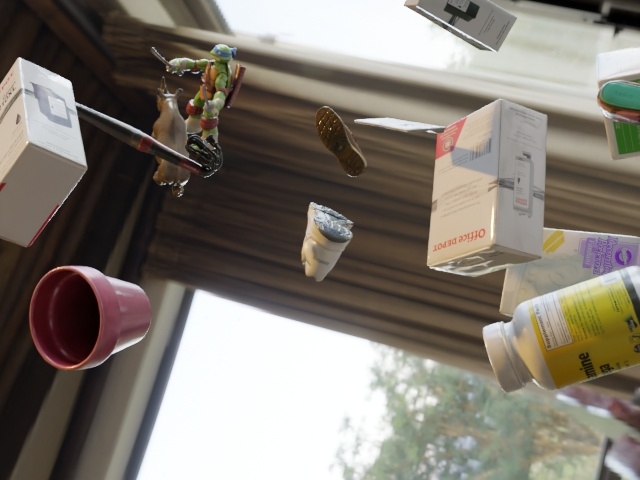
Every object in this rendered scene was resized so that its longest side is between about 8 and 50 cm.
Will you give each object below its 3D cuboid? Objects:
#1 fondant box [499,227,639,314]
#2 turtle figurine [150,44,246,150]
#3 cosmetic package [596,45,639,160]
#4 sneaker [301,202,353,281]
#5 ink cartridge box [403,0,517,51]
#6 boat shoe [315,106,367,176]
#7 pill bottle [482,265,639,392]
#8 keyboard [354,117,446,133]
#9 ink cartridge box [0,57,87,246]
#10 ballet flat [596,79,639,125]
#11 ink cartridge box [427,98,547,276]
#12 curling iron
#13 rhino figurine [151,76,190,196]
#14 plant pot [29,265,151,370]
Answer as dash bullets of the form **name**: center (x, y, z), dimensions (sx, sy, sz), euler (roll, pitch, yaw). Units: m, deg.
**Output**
- **fondant box**: center (0.647, 0.097, 2.443), dimensions (0.096, 0.330, 0.238), euler (23, -104, -60)
- **turtle figurine**: center (-0.327, -0.366, 2.410), dimensions (0.274, 0.198, 0.266), euler (-52, -19, -51)
- **cosmetic package**: center (0.764, -0.308, 1.933), dimensions (0.155, 0.366, 0.196), euler (-66, -39, -54)
- **sneaker**: center (0.000, 0.000, 2.081), dimensions (0.297, 0.111, 0.129), euler (-68, 3, -78)
- **ink cartridge box**: center (0.295, -0.492, 2.039), dimensions (0.086, 0.208, 0.153), euler (-61, 11, 9)
- **boat shoe**: center (0.048, -0.226, 2.177), dimensions (0.178, 0.064, 0.060), euler (58, -162, 1)
- **pill bottle**: center (0.504, 0.188, 1.888), dimensions (0.188, 0.334, 0.187), euler (-21, -90, -75)
- **keyboard**: center (0.136, -0.205, 1.683), dimensions (0.256, 0.072, 0.014), euler (-151, 63, -69)
- **ink cartridge box**: center (-0.449, -0.137, 1.437), dimensions (0.172, 0.100, 0.237), euler (-48, 40, 22)
- **ballet flat**: center (0.550, -0.203, 1.510), dimensions (0.079, 0.222, 0.076), euler (40, -108, -54)
- **ink cartridge box**: center (0.307, -0.089, 1.762), dimensions (0.207, 0.117, 0.282), euler (-23, 57, 59)
- **curling iron**: center (-0.287, -0.173, 1.572), dimensions (0.035, 0.274, 0.068), euler (95, -165, -72)
- **rhino figurine**: center (-0.307, -0.218, 1.939), dimensions (0.106, 0.073, 0.243), euler (148, 118, -69)
- **plant pot**: center (-0.444, 0.150, 1.889), dimensions (0.180, 0.201, 0.201), euler (1, -77, -60)
